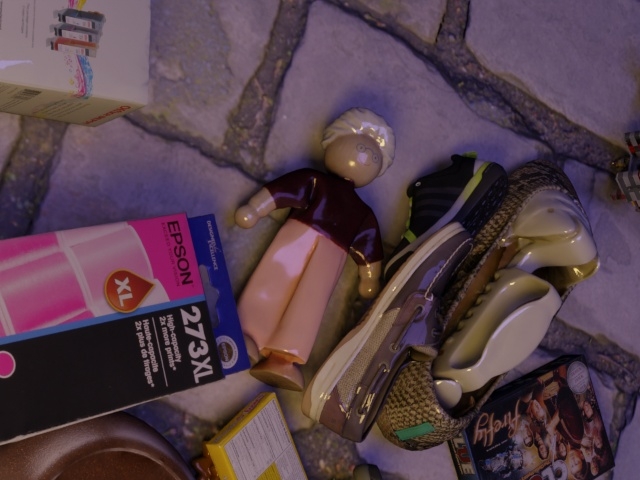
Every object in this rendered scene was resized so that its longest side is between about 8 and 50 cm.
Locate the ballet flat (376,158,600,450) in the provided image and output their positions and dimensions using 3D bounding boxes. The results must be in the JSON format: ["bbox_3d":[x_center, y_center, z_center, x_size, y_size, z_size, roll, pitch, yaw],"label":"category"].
[{"bbox_3d":[0.244,0.066,1.580,0.164,0.182,0.483,47,60,-14],"label":"ballet flat"}]

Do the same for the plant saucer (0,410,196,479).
[{"bbox_3d":[-0.204,0.309,1.190,0.310,0.050,0.311,13,71,-45],"label":"plant saucer"}]

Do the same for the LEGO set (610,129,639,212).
[{"bbox_3d":[0.538,-0.115,1.852,0.255,0.192,0.331,49,43,-42],"label":"LEGO set"}]

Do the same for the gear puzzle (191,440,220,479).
[{"bbox_3d":[-0.137,0.367,1.351,0.175,0.044,0.339,36,65,-27],"label":"gear puzzle"}]

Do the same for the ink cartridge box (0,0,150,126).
[{"bbox_3d":[-0.275,-0.196,1.272,0.176,0.128,0.127,8,80,-36],"label":"ink cartridge box"}]

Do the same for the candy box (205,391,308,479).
[{"bbox_3d":[-0.054,0.281,1.401,0.105,0.027,0.206,-42,119,-47],"label":"candy box"}]

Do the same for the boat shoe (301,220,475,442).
[{"bbox_3d":[0.095,0.106,1.445,0.092,0.103,0.285,36,75,17],"label":"boat shoe"}]

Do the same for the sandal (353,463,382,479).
[{"bbox_3d":[0.033,0.408,1.446,0.086,0.120,0.303,1,81,-8],"label":"sandal"}]

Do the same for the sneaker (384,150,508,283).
[{"bbox_3d":[0.140,-0.026,1.587,0.234,0.097,0.084,-43,146,-29],"label":"sneaker"}]

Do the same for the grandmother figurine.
[{"bbox_3d":[0.000,0.000,1.468,0.208,0.104,0.342,37,66,-36],"label":"grandmother figurine"}]

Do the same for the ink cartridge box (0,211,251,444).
[{"bbox_3d":[-0.202,0.074,1.209,0.371,0.069,0.176,-11,86,-49],"label":"ink cartridge box"}]

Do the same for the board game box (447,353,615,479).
[{"bbox_3d":[0.277,0.266,1.667,0.243,0.042,0.165,-21,96,-36],"label":"board game box"}]
